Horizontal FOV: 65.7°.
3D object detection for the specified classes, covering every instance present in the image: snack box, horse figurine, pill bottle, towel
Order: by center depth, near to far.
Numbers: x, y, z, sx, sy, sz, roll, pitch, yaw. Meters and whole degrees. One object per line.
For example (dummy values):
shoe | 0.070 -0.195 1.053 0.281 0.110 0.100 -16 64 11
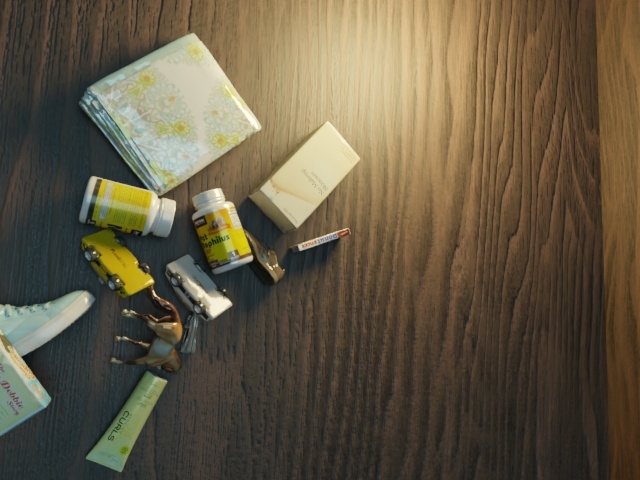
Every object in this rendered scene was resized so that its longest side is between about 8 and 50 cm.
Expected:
snack box | -0.726 0.255 0.996 0.187 0.060 0.322 -31 102 -13
horse figurine | -0.401 0.234 1.199 0.174 0.066 0.263 16 120 -16
pill bottle | -0.478 -0.077 1.238 0.208 0.119 0.119 14 79 -23
towel | -0.390 -0.339 1.330 0.374 0.090 0.320 -40 105 -24
pill bottle | -0.269 -0.025 1.332 0.117 0.117 0.215 -21 90 -26
snack box | 0.000 0.000 1.492 0.178 0.064 0.022 -19 91 -26

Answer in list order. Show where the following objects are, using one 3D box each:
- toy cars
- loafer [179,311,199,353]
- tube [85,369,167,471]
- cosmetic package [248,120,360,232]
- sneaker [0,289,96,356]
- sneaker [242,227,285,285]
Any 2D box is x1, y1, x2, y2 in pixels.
toy cars | -0.418 0.103 1.264 0.394 0.087 0.176 21 42 -24
loafer | -0.346 0.238 1.313 0.039 0.045 0.125 7 84 -18
tube | -0.467 0.443 1.225 0.070 0.062 0.240 25 76 21
cosmetic package | -0.044 -0.187 1.465 0.160 0.113 0.309 46 67 -15
sneaker | -0.696 0.187 1.096 0.366 0.135 0.150 -33 104 -25
sneaker | -0.172 0.039 1.417 0.188 0.066 0.071 59 40 -7
